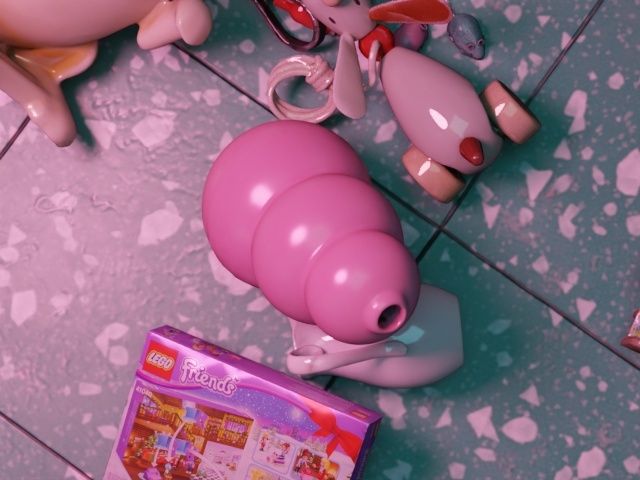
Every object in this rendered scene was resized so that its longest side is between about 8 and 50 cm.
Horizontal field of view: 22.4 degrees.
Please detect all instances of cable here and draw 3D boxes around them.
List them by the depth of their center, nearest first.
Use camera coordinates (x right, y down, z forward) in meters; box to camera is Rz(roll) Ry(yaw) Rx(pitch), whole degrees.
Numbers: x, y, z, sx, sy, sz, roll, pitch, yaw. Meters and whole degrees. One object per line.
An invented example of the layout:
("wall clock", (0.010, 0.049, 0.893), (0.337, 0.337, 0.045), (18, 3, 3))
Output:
("cable", (-0.075, -0.325, 2.013), (0.287, 0.072, 0.139), (19, 100, 16))

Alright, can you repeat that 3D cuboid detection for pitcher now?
("pitcher", (0.063, 0.121, 1.890), (0.207, 0.178, 0.125), (-6, 101, 3))

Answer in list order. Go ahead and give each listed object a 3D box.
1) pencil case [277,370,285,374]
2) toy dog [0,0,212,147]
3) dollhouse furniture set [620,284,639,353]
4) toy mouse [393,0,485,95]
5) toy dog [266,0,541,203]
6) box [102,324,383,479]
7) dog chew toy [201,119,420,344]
("pencil case", (-0.044, 0.236, 1.940), (0.070, 0.064, 0.151), (-26, 84, -10))
("toy dog", (-0.255, -0.369, 1.910), (0.408, 0.284, 0.395), (-35, 47, 10))
("dollhouse furniture set", (0.502, 0.068, 1.883), (0.242, 0.161, 0.212), (24, 86, 4))
("toy mouse", (0.146, -0.248, 1.993), (0.161, 0.031, 0.143), (11, 85, 4))
("toy dog", (0.103, -0.180, 1.892), (0.334, 0.161, 0.220), (25, 101, -4))
("box", (-0.094, 0.245, 1.892), (0.293, 0.057, 0.201), (22, 102, 17))
("dog chew toy", (0.000, 0.000, 1.835), (0.206, 0.206, 0.332), (-42, 42, -2))
